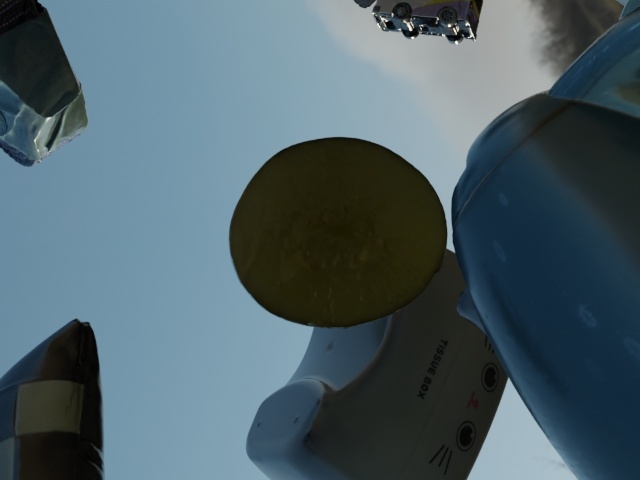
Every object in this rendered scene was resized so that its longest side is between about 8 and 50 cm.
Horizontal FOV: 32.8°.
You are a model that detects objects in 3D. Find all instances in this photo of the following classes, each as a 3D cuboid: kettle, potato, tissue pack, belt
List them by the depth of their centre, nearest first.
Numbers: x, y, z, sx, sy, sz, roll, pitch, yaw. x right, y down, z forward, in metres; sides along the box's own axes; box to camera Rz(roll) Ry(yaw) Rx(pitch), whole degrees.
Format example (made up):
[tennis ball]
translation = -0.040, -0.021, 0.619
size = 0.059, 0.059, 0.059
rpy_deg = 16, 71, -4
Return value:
[kettle]
translation = 0.243, 0.018, 0.647
size = 0.342, 0.319, 0.247
rpy_deg = 48, -148, 19
[potato]
translation = 0.000, 0.000, 1.039
size = 0.178, 0.204, 0.158
rpy_deg = 60, 165, -1
[tissue pack]
translation = 0.087, 0.176, 1.297
size = 0.236, 0.229, 0.333
rpy_deg = 35, -114, -17
[belt]
translation = -0.398, -0.234, 1.310
size = 0.260, 0.122, 0.324
rpy_deg = 34, 151, 37

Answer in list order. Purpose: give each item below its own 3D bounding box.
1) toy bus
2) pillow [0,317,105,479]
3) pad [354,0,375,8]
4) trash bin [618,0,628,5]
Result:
[toy bus]
translation = 0.109, -0.237, 1.098
size = 0.052, 0.102, 0.058
rpy_deg = 44, -121, -66
[pillow]
translation = -0.228, 0.207, 0.850
size = 0.106, 0.186, 0.249
rpy_deg = 22, -137, -34
[pad]
translation = 0.076, -0.285, 0.766
size = 0.003, 0.235, 0.158
rpy_deg = 34, -164, -52
[trash bin]
translation = 0.422, -0.375, 1.375
size = 0.164, 0.122, 0.240
rpy_deg = 43, -171, 22
